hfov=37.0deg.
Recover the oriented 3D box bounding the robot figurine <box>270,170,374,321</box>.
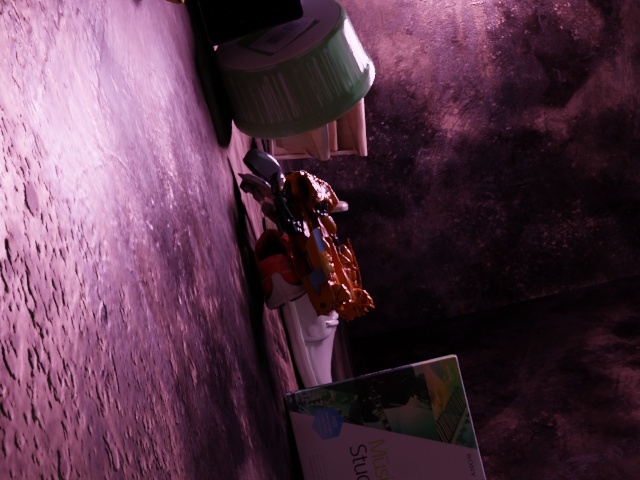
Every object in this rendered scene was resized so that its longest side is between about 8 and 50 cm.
[{"bbox_3d":[0.000,0.000,1.735,0.211,0.085,0.291,19,49,-65],"label":"robot figurine"}]

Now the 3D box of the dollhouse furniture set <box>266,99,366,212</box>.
[{"bbox_3d":[0.012,-0.271,2.339,0.394,0.256,0.362,-138,-137,-78],"label":"dollhouse furniture set"}]

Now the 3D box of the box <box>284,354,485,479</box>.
[{"bbox_3d":[0.116,0.354,1.729,0.058,0.322,0.232,83,-6,-88],"label":"box"}]

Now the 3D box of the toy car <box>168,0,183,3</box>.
[{"bbox_3d":[-0.235,-0.450,1.281,0.239,0.053,0.225,-100,175,-54],"label":"toy car"}]

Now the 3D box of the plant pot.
[{"bbox_3d":[-0.161,-0.503,1.804,0.167,0.187,0.188,-122,-166,-56],"label":"plant pot"}]

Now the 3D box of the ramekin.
[{"bbox_3d":[-0.059,-0.348,1.867,0.303,0.303,0.148,-99,168,-52],"label":"ramekin"}]

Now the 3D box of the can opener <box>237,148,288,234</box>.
[{"bbox_3d":[-0.067,-0.071,1.846,0.093,0.074,0.280,-58,144,-14],"label":"can opener"}]

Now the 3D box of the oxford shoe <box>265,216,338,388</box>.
[{"bbox_3d":[-0.015,0.145,2.067,0.169,0.130,0.449,48,31,-87],"label":"oxford shoe"}]

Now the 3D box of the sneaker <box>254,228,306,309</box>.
[{"bbox_3d":[-0.073,0.027,1.788,0.279,0.107,0.118,-101,168,-74],"label":"sneaker"}]
